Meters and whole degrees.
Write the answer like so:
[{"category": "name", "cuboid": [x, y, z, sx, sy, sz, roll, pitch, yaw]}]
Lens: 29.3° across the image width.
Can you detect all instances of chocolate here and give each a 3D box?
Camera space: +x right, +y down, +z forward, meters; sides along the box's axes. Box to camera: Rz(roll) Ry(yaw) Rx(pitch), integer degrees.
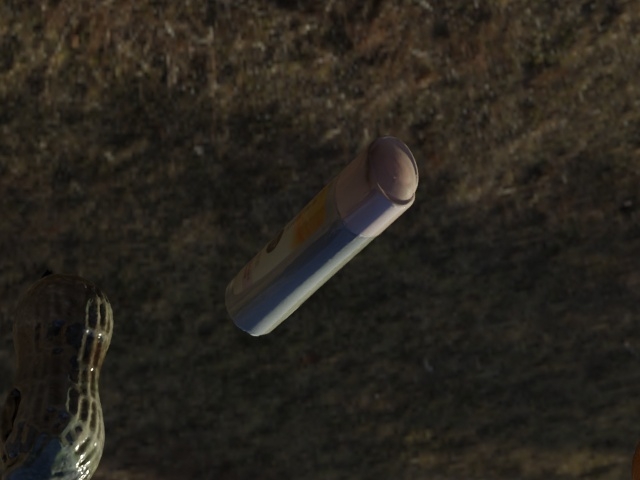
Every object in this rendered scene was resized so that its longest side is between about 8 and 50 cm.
[{"category": "chocolate", "cuboid": [-0.260, 0.144, 1.211, 0.110, 0.248, 0.110, 3, 155, 1]}]

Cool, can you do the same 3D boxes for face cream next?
[{"category": "face cream", "cuboid": [0.000, 0.000, 1.306, 0.073, 0.107, 0.269, 32, 130, -20]}]

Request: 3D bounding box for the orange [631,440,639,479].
[{"category": "orange", "cuboid": [0.298, 0.191, 1.013, 0.083, 0.083, 0.083, -5, 146, -3]}]
